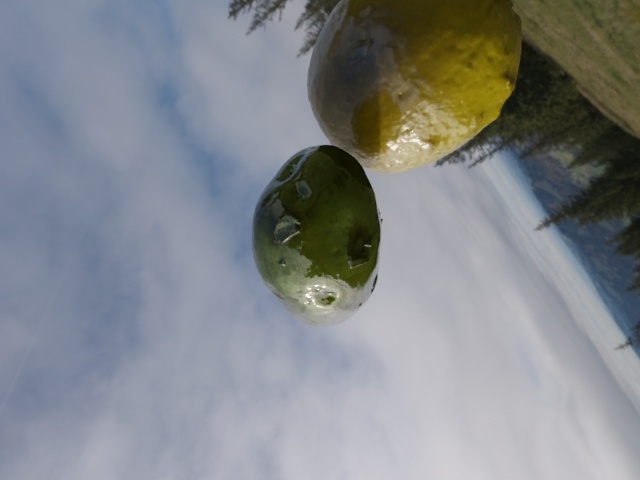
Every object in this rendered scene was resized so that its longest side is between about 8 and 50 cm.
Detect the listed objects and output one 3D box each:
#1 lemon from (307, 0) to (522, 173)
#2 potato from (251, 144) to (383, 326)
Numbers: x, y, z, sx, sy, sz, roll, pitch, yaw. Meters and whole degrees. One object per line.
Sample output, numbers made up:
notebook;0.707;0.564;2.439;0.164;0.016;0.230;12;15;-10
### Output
lemon;0.114;-0.224;0.591;0.261;0.284;0.260;10;-134;-11
potato;0.000;0.000;0.539;0.186;0.149;0.253;-80;-8;-47
